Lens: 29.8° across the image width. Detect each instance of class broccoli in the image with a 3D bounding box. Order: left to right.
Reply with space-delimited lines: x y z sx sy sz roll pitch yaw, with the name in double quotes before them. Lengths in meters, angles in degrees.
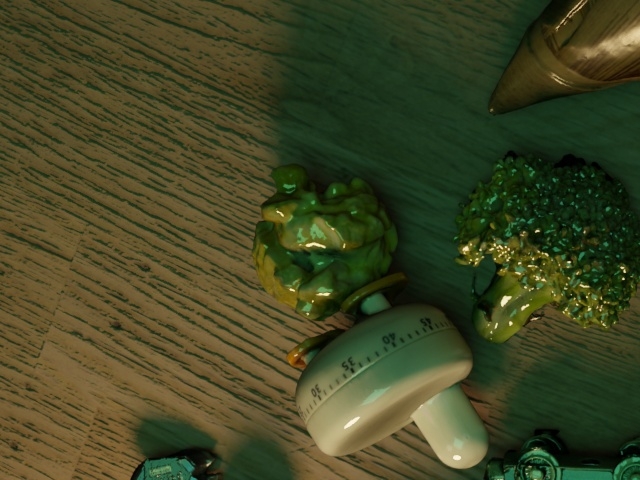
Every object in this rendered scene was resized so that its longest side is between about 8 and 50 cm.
"broccoli" 0.261 0.029 1.463 0.242 0.180 0.273 38 107 6

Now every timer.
"timer" 0.093 0.194 1.510 0.233 0.233 0.240 -39 71 18

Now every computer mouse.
"computer mouse" -0.208 0.341 1.723 0.135 0.047 0.079 -16 88 7

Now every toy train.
"toy train" 0.344 0.329 1.529 0.269 0.115 0.154 0 100 11

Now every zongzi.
"zongzi" 0.512 -0.214 1.391 0.500 0.218 0.467 30 132 -2

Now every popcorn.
"popcorn" -0.001 0.000 1.544 0.185 0.167 0.187 30 102 15
